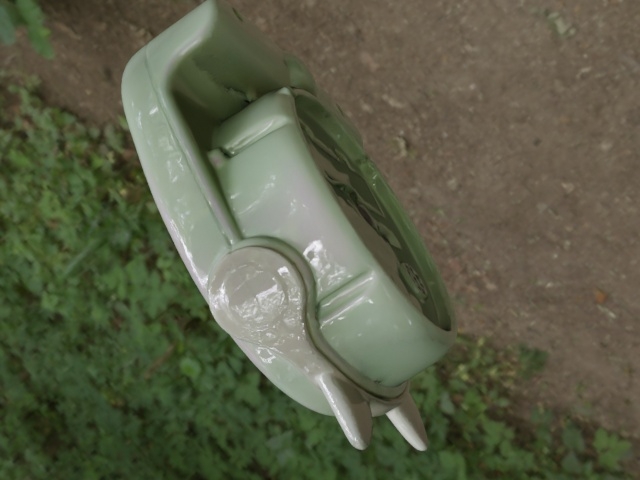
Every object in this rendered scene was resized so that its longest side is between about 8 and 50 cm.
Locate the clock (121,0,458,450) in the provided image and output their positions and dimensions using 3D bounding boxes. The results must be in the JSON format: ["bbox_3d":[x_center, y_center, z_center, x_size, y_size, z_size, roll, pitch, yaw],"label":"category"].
[{"bbox_3d":[0.000,0.000,0.579,0.265,0.108,0.324,29,-149,-62],"label":"clock"}]
